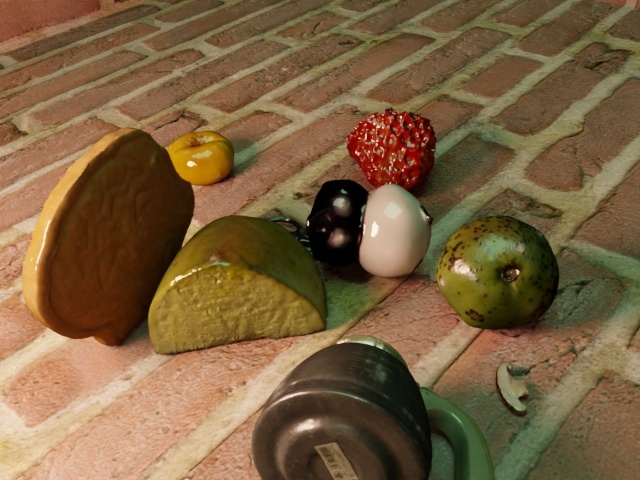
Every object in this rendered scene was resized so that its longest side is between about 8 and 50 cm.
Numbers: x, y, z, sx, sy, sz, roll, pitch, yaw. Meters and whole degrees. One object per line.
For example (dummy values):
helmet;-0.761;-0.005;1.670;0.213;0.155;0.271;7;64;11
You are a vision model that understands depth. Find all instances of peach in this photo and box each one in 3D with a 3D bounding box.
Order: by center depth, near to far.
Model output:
peach;-0.305;-0.212;1.641;0.179;0.103;0.179;-1;36;0

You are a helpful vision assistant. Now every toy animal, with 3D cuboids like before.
toy animal;0.104;-0.021;1.276;0.234;0.187;0.165;10;19;13

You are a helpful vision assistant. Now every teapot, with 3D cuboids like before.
teapot;0.087;0.251;0.914;0.321;0.240;0.239;1;25;17

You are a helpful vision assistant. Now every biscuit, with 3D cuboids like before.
biscuit;-0.361;0.002;1.162;0.062;0.365;0.385;15;70;21

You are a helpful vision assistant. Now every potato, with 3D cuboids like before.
potato;-0.161;0.034;1.228;0.330;0.213;0.280;-6;39;-3

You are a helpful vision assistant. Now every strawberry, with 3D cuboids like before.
strawberry;0.177;-0.183;1.523;0.233;0.234;0.178;-5;67;1

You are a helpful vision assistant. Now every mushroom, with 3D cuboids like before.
mushroom;0.315;0.244;1.058;0.049;0.019;0.101;-5;41;2

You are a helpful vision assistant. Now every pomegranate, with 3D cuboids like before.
pomegranate;0.322;0.058;1.181;0.214;0.215;0.248;1;2;9

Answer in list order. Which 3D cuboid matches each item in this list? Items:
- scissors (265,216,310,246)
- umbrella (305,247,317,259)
scissors;0.000;0.000;1.402;0.299;0.022;0.109;8;44;16
umbrella;-0.022;0.030;1.364;0.083;0.020;0.032;9;75;1
